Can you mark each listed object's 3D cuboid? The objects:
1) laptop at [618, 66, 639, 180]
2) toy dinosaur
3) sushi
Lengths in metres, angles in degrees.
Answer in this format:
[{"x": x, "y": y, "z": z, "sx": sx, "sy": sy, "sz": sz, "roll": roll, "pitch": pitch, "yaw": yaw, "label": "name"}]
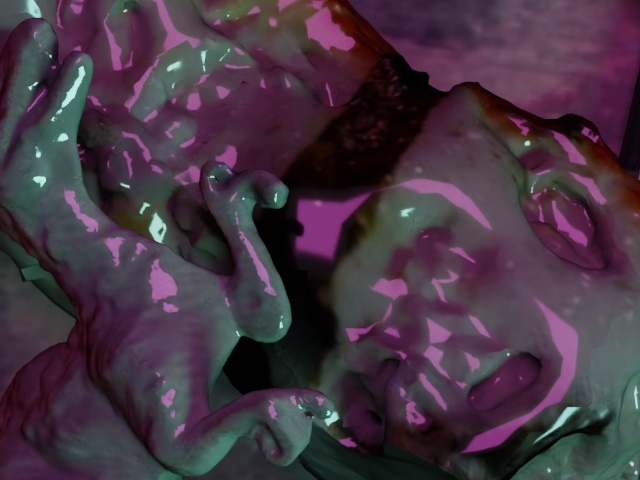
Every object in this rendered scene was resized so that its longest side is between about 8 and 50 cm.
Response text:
[{"x": 0.182, "y": -0.073, "z": 0.658, "sx": 0.129, "sy": 0.016, "sz": 0.180, "roll": 14, "pitch": 67, "yaw": 6, "label": "laptop"}, {"x": -0.070, "y": 0.084, "z": 0.504, "sx": 0.167, "sy": 0.053, "sz": 0.242, "roll": 38, "pitch": 115, "yaw": 14, "label": "toy dinosaur"}, {"x": 0.000, "y": 0.000, "z": 0.561, "sx": 0.332, "sy": 0.124, "sz": 0.130, "roll": 37, "pitch": 66, "yaw": 15, "label": "sushi"}]
